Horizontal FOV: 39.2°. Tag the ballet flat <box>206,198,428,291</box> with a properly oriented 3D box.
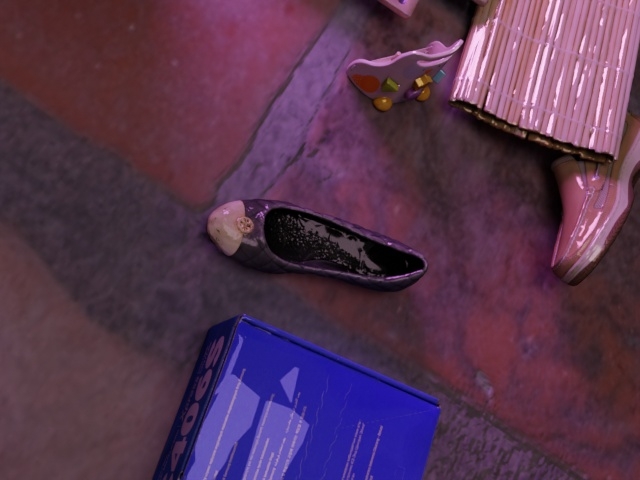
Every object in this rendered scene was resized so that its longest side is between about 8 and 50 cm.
[{"bbox_3d":[0.000,0.000,0.671,0.173,0.049,0.057,12,73,-22],"label":"ballet flat"}]

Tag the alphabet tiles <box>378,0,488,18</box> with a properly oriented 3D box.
[{"bbox_3d":[0.070,-0.367,0.787,0.285,0.011,0.342,31,67,-12],"label":"alphabet tiles"}]

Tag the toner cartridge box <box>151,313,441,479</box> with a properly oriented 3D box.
[{"bbox_3d":[-0.050,0.240,0.579,0.165,0.075,0.348,26,68,-16],"label":"toner cartridge box"}]

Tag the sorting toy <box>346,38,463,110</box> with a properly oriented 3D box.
[{"bbox_3d":[0.077,-0.141,0.724,0.083,0.075,0.045,-19,86,-26],"label":"sorting toy"}]

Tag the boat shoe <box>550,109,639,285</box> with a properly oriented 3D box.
[{"bbox_3d":[0.231,-0.046,0.786,0.072,0.068,0.190,33,57,-1],"label":"boat shoe"}]

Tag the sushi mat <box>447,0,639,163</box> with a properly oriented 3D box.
[{"bbox_3d":[0.222,-0.225,0.814,0.151,0.019,0.316,19,68,-3],"label":"sushi mat"}]
